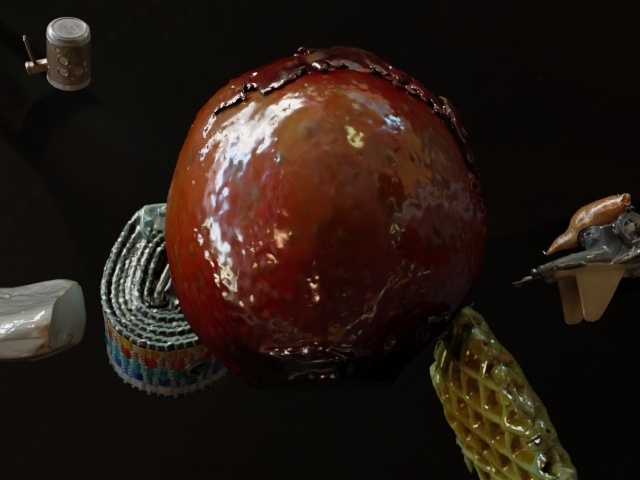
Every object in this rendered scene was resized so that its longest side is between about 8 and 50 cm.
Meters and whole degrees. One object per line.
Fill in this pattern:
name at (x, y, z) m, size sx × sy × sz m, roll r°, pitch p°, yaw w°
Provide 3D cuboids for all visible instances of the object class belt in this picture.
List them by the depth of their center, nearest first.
belt at (-0.181, 0.073, 1.546) m, size 0.207 × 0.150 × 0.257 m, roll 17°, pitch 50°, yaw 5°

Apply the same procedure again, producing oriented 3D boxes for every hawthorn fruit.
hawthorn fruit at (0.003, -0.004, 1.009) m, size 0.316 × 0.316 × 0.316 m, roll 1°, pitch 77°, yaw -4°

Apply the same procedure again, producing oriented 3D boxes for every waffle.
waffle at (0.160, 0.163, 1.058) m, size 0.054 × 0.208 × 0.214 m, roll -22°, pitch 68°, yaw -16°

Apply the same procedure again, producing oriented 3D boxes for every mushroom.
mushroom at (-0.480, 0.107, 1.613) m, size 0.328 × 0.159 × 0.122 m, roll 0°, pitch 74°, yaw 18°

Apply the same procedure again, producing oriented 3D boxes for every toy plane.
toy plane at (0.314, 0.006, 1.093) m, size 0.262 × 0.192 × 0.088 m, roll -18°, pitch 86°, yaw -20°

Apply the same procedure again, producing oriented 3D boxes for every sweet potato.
sweet potato at (0.455, -0.026, 1.991) m, size 0.056 × 0.195 × 0.056 m, roll 28°, pitch 41°, yaw -27°

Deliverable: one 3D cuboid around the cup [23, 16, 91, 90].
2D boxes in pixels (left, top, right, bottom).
cup at (-0.419, -0.307, 1.873) m, size 0.102 × 0.099 × 0.074 m, roll 15°, pitch 44°, yaw 3°
